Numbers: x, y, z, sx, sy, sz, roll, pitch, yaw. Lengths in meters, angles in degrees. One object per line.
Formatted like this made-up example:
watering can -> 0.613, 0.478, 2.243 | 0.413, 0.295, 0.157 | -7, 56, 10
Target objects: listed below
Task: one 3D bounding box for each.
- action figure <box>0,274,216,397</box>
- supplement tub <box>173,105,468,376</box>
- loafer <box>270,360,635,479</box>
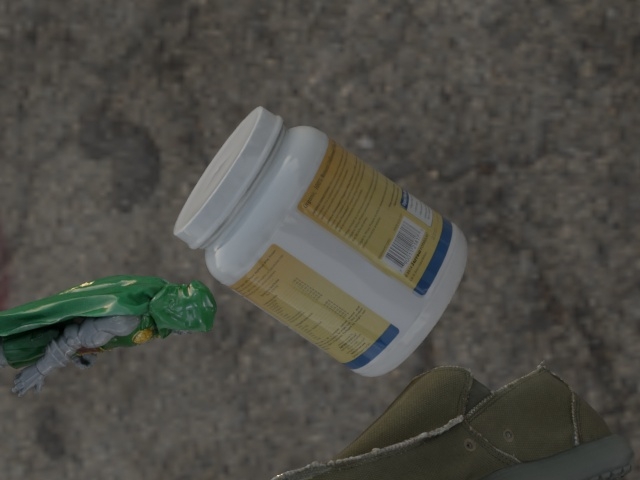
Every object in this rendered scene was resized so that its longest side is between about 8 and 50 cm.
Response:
action figure -> -0.170, 0.060, 1.123 | 0.232, 0.137, 0.063 | -12, 94, 24
supplement tub -> 0.000, 0.000, 1.389 | 0.144, 0.199, 0.144 | -52, 12, 16
loafer -> 0.053, 0.119, 0.912 | 0.094, 0.251, 0.087 | -50, 59, 38
